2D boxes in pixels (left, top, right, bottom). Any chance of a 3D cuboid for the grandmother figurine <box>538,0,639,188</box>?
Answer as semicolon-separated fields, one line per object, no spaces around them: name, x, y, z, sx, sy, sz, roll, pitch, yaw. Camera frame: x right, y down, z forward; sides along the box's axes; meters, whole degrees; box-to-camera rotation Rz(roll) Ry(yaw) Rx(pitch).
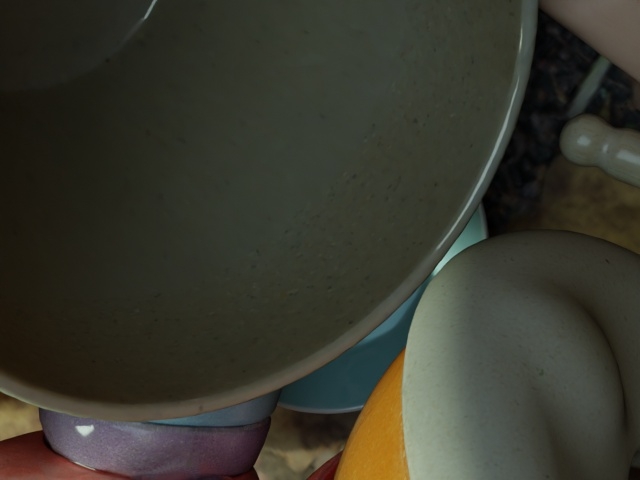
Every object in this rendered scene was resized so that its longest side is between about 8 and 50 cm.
grandmother figurine;0.207;-0.096;0.939;0.342;0.104;0.208;45;135;0

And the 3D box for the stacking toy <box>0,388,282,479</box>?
stacking toy;-0.182;0.064;0.964;0.308;0.279;0.130;12;99;19

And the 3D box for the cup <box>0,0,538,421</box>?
cup;-0.099;-0.114;0.915;0.237;0.331;0.331;38;114;52

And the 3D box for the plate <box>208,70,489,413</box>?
plate;0.000;0.000;1.045;0.188;0.024;0.188;3;101;15

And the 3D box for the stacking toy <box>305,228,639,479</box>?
stacking toy;0.028;0.247;0.960;0.480;0.350;0.351;-36;90;31
